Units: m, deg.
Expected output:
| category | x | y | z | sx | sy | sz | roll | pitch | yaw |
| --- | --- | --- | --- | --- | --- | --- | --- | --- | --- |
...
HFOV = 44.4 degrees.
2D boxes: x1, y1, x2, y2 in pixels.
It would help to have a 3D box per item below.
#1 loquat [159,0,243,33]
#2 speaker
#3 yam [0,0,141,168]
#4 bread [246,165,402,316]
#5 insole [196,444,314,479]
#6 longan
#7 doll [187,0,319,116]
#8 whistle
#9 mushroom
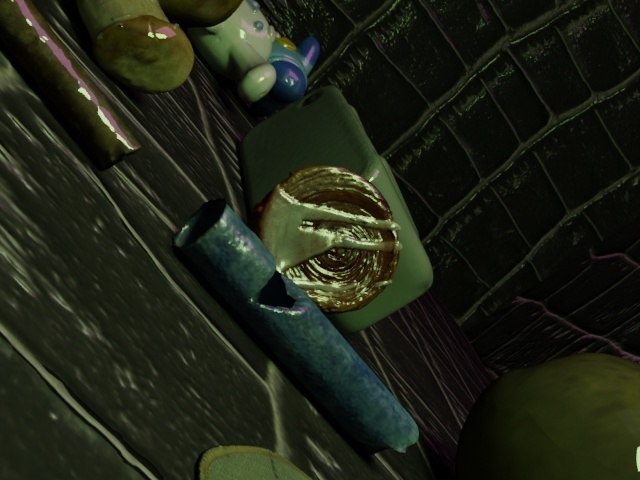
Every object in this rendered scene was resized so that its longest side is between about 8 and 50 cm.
| category | x | y | z | sx | sy | sz | roll | pitch | yaw |
| --- | --- | --- | --- | --- | --- | --- | --- | --- | --- |
| loquat | -0.205 | -0.410 | 1.174 | 0.213 | 0.213 | 0.213 | 53 | 8 | -11 |
| speaker | 0.016 | -0.056 | 1.087 | 0.184 | 0.183 | 0.406 | 57 | 7 | -26 |
| yam | -0.246 | -0.192 | 0.577 | 0.327 | 0.045 | 0.045 | 55 | 41 | -12 |
| bread | 0.000 | 0.000 | 0.815 | 0.160 | 0.160 | 0.073 | 54 | -15 | -9 |
| insole | 0.017 | 0.215 | 0.553 | 0.348 | 0.009 | 0.119 | 46 | 11 | -48 |
| longan | 0.337 | 0.300 | 0.946 | 0.361 | 0.361 | 0.361 | 53 | 8 | -11 |
| doll | -0.125 | -0.377 | 1.525 | 0.365 | 0.187 | 0.376 | 22 | 51 | -62 |
| whistle | -0.014 | 0.091 | 0.708 | 0.304 | 0.062 | 0.062 | 51 | 9 | -24 |
| mushroom | -0.245 | -0.302 | 0.870 | 0.123 | 0.095 | 0.351 | 9 | 42 | -54 |
